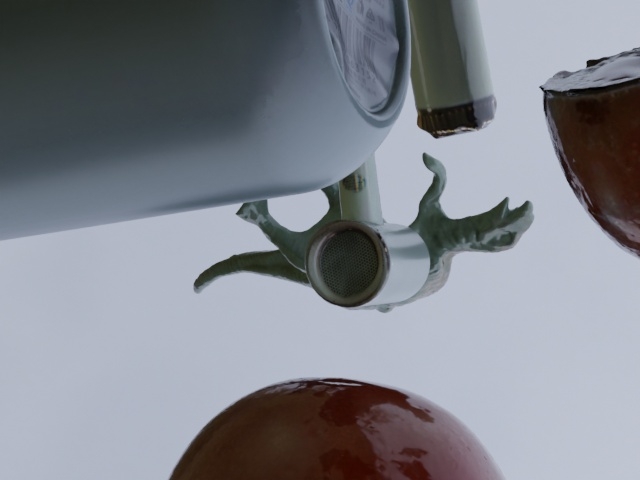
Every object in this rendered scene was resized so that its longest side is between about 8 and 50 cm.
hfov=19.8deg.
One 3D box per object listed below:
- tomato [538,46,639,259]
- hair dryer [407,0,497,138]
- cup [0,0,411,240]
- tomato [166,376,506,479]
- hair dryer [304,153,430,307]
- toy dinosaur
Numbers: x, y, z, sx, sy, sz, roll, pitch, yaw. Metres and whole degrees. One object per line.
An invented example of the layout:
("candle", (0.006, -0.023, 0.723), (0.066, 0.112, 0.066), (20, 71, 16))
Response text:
("tomato", (0.253, -0.053, 1.132), (0.214, 0.181, 0.155), (-10, -83, 21))
("hair dryer", (0.071, -0.231, 1.330), (0.128, 0.203, 0.362), (-162, -119, -75))
("cup", (-0.117, -0.110, 1.035), (0.312, 0.205, 0.205), (-7, -121, 22))
("tomato", (0.011, 0.261, 1.513), (0.321, 0.321, 0.321), (-36, -139, 40))
("hair dryer", (0.030, -0.063, 1.536), (0.073, 0.131, 0.236), (-10, -93, 20))
("toy dinosaur", (0.000, 0.000, 1.702), (0.393, 0.205, 0.092), (-31, -157, 36))
